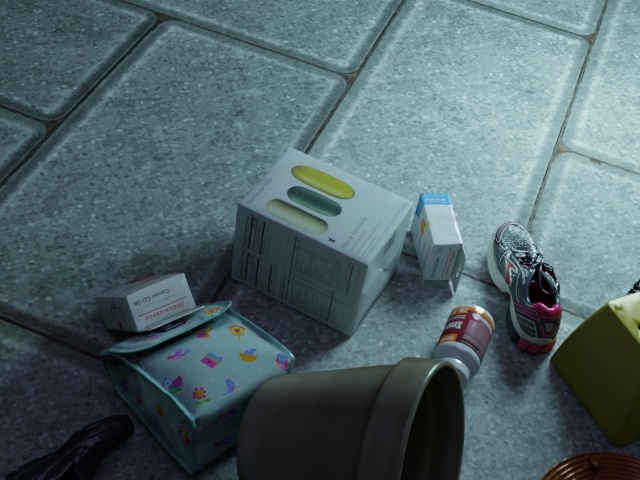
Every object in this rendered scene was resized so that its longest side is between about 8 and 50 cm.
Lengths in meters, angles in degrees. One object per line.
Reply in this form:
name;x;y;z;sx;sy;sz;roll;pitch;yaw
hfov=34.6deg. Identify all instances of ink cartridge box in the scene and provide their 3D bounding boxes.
ink cartridge box;0.229;0.005;2.005;0.061;0.104;0.181;0;45;-10
ink cartridge box;-0.293;0.105;1.755;0.115;0.067;0.198;-24;11;-30

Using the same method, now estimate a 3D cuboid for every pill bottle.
pill bottle;0.253;0.192;1.837;0.086;0.086;0.152;21;45;10

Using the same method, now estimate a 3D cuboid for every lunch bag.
lunch bag;-0.205;0.212;1.684;0.223;0.160;0.262;-27;49;-34

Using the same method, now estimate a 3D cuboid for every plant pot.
plant pot;0.040;0.321;1.544;0.280;0.323;0.323;6;41;25
plant pot;0.573;0.202;1.815;0.212;0.187;0.212;-13;49;-23

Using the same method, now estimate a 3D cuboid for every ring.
ring;0.497;0.476;1.638;0.336;0.032;0.337;5;46;-5

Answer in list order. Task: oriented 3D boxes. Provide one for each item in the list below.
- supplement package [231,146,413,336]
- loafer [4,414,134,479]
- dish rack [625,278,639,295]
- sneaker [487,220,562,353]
supplement package;0.000;0.000;1.902;0.262;0.198;0.199;25;47;15
loafer;-0.377;0.348;1.577;0.223;0.076;0.078;-31;63;-28
dish rack;0.733;0.113;2.019;0.271;0.074;0.208;-33;57;-33
sneaker;0.405;0.071;1.969;0.120;0.112;0.299;0;45;-11
